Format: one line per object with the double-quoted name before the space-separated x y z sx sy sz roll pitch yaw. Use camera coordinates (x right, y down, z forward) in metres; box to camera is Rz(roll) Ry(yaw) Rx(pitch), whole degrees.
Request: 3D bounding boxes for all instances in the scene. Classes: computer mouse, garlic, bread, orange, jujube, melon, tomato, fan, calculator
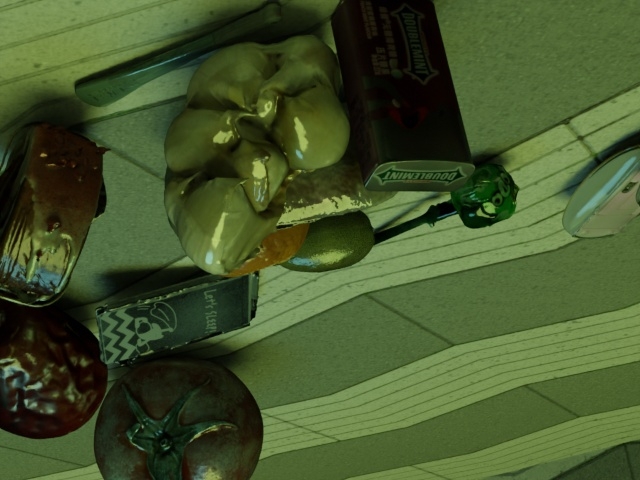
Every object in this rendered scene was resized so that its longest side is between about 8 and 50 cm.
"computer mouse" 0.455 -0.083 1.903 0.126 0.056 0.245 -3 150 -27
"garlic" -0.085 -0.117 1.425 0.281 0.185 0.203 -46 169 -4
"bread" -0.344 -0.037 1.542 0.142 0.224 0.212 19 167 -20
"orange" -0.101 -0.029 1.719 0.178 0.155 0.177 -12 -169 2
"jujube" -0.472 0.201 2.083 0.223 0.223 0.318 -11 149 5
"melon" 0.000 0.000 1.896 0.162 0.099 0.099 -11 156 5
"tomato" -0.266 0.371 2.390 0.317 0.316 0.282 -12 171 9
"fan" -0.161 -0.210 1.467 0.282 0.023 0.057 -18 153 24
"calculator" -0.228 0.121 2.082 0.274 0.028 0.165 -15 142 -18

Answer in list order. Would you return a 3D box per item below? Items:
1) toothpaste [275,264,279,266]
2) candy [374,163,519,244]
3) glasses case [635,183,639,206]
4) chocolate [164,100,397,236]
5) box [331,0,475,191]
"toothpaste" -0.118 -0.014 1.896 0.078 0.046 0.248 -23 151 18
"candy" 0.166 -0.037 1.920 0.097 0.097 0.323 11 159 -37
"glasses case" 0.602 -0.094 1.822 0.308 0.083 0.128 -7 120 -26
"chocolate" -0.050 -0.100 1.589 0.303 0.185 0.100 -12 129 0
"box" 0.088 -0.162 1.403 0.120 0.224 0.069 1 150 -18
